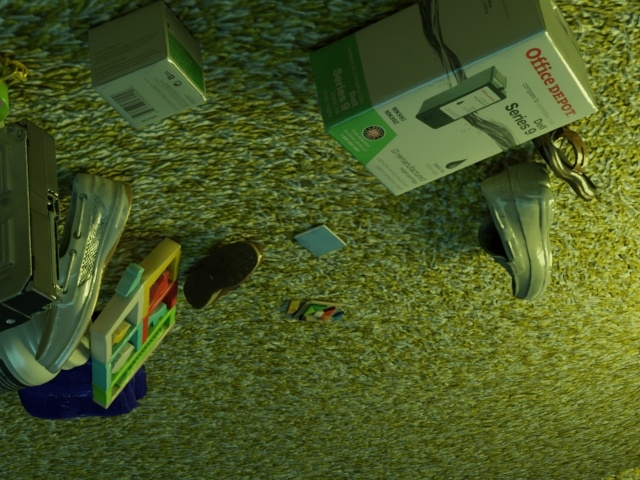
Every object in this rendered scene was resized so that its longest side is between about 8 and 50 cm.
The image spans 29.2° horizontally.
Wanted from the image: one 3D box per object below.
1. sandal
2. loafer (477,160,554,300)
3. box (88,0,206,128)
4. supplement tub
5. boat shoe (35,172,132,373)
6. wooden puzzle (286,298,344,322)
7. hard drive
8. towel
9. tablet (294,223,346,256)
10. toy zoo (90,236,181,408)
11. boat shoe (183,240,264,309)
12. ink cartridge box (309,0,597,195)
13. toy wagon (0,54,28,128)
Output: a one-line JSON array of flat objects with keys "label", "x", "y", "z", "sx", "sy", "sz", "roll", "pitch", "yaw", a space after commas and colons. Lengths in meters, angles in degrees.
[{"label": "sandal", "x": 0.351, "y": -0.120, "z": 1.735, "sx": 0.060, "sy": 0.090, "sz": 0.219, "roll": -39, "pitch": 141, "yaw": 14}, {"label": "loafer", "x": 0.298, "y": -0.009, "z": 1.896, "sx": 0.111, "sy": 0.112, "sz": 0.319, "roll": -7, "pitch": 143, "yaw": 5}, {"label": "box", "x": -0.199, "y": -0.201, "z": 1.417, "sx": 0.102, "sy": 0.087, "sz": 0.101, "roll": -20, "pitch": 149, "yaw": 15}, {"label": "supplement tub", "x": -0.495, "y": 0.136, "z": 1.811, "sx": 0.272, "sy": 0.191, "sz": 0.191, "roll": -15, "pitch": 150, "yaw": 10}, {"label": "boat shoe", "x": -0.347, "y": 0.040, "z": 1.669, "sx": 0.096, "sy": 0.277, "sz": 0.098, "roll": 20, "pitch": 177, "yaw": -24}, {"label": "wooden puzzle", "x": -0.007, "y": 0.124, "z": 2.120, "sx": 0.116, "sy": 0.014, "sz": 0.078, "roll": 3, "pitch": 148, "yaw": -23}, {"label": "hard drive", "x": -0.457, "y": 0.023, "z": 1.442, "sx": 0.339, "sy": 0.237, "sz": 0.064, "roll": -21, "pitch": 148, "yaw": 20}, {"label": "towel", "x": -0.416, "y": 0.227, "z": 2.112, "sx": 0.227, "sy": 0.076, "sz": 0.308, "roll": -6, "pitch": 150, "yaw": -9}, {"label": "tablet", "x": 0.000, "y": 0.000, "z": 1.913, "sx": 0.054, "sy": 0.006, "sz": 0.083, "roll": -21, "pitch": 150, "yaw": 19}, {"label": "toy zoo", "x": -0.281, "y": 0.119, "z": 1.869, "sx": 0.030, "sy": 0.192, "sz": 0.293, "roll": 30, "pitch": 147, "yaw": 10}, {"label": "boat shoe", "x": -0.143, "y": 0.046, "z": 1.905, "sx": 0.178, "sy": 0.064, "sz": 0.060, "roll": -37, "pitch": 172, "yaw": 41}, {"label": "ink cartridge box", "x": 0.165, "y": -0.194, "z": 1.505, "sx": 0.289, "sy": 0.121, "sz": 0.211, "roll": -23, "pitch": 149, "yaw": 21}, {"label": "toy wagon", "x": -0.492, "y": -0.121, "z": 1.489, "sx": 0.344, "sy": 0.068, "sz": 0.267, "roll": -27, "pitch": 147, "yaw": 28}]
